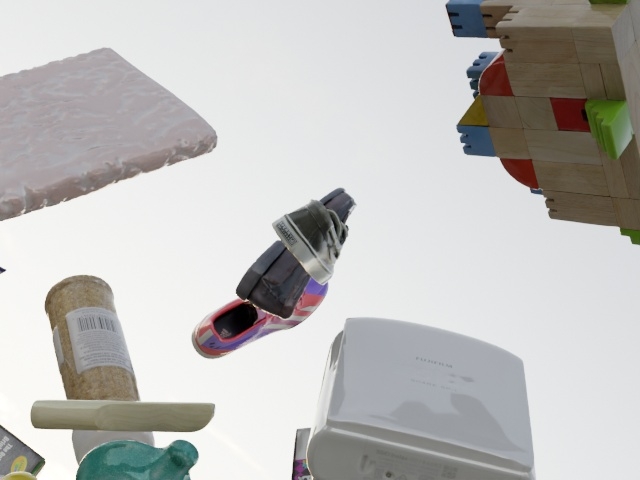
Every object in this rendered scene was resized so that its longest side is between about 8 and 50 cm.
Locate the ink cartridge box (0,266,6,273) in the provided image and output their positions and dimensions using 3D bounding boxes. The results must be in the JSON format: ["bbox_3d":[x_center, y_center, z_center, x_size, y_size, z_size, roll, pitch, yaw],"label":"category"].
[{"bbox_3d":[-0.686,0.090,1.769,0.069,0.371,0.176,66,9,25],"label":"ink cartridge box"}]

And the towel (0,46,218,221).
[{"bbox_3d":[-0.353,-0.143,1.519,0.317,0.332,0.053,38,-39,44],"label":"towel"}]

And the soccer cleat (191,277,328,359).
[{"bbox_3d":[-0.105,0.136,2.294,0.108,0.318,0.116,61,-26,7],"label":"soccer cleat"}]

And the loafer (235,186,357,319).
[{"bbox_3d":[-0.017,0.024,1.795,0.095,0.302,0.109,38,-47,8],"label":"loafer"}]

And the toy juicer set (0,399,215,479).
[{"bbox_3d":[-0.227,0.255,1.188,0.209,0.089,0.329,18,-63,6],"label":"toy juicer set"}]

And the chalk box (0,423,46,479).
[{"bbox_3d":[-0.483,0.343,1.654,0.213,0.132,0.132,39,-29,-1],"label":"chalk box"}]

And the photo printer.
[{"bbox_3d":[0.125,0.198,1.380,0.256,0.307,0.107,13,-67,2],"label":"photo printer"}]

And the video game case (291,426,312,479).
[{"bbox_3d":[0.009,0.400,1.550,0.042,0.210,0.232,-9,-44,13],"label":"video game case"}]

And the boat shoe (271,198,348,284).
[{"bbox_3d":[0.000,0.000,1.394,0.078,0.070,0.219,54,0,10],"label":"boat shoe"}]

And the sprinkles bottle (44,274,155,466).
[{"bbox_3d":[-0.357,0.209,1.846,0.121,0.121,0.355,64,0,-44],"label":"sprinkles bottle"}]

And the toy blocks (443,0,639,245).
[{"bbox_3d":[0.282,-0.164,1.417,0.261,0.191,0.381,9,-45,39],"label":"toy blocks"}]
